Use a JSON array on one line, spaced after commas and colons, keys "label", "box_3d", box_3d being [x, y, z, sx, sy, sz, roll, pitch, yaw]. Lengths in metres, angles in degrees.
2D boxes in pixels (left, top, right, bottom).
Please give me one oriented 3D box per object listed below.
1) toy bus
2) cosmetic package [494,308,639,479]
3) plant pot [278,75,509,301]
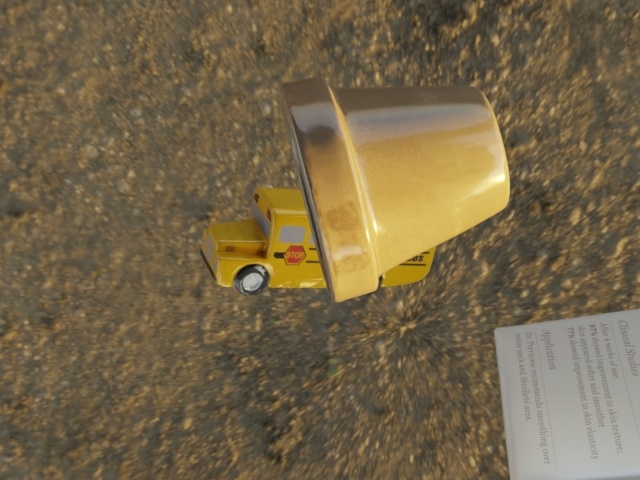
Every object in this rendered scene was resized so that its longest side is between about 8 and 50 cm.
[{"label": "toy bus", "box_3d": [0.000, 0.000, 1.375, 0.332, 0.108, 0.130, 2, 117, -23]}, {"label": "cosmetic package", "box_3d": [0.478, 0.321, 1.363, 0.393, 0.329, 0.327, -9, 125, 13]}, {"label": "plant pot", "box_3d": [0.090, -0.081, 1.093, 0.229, 0.263, 0.263, -14, 84, 0]}]
